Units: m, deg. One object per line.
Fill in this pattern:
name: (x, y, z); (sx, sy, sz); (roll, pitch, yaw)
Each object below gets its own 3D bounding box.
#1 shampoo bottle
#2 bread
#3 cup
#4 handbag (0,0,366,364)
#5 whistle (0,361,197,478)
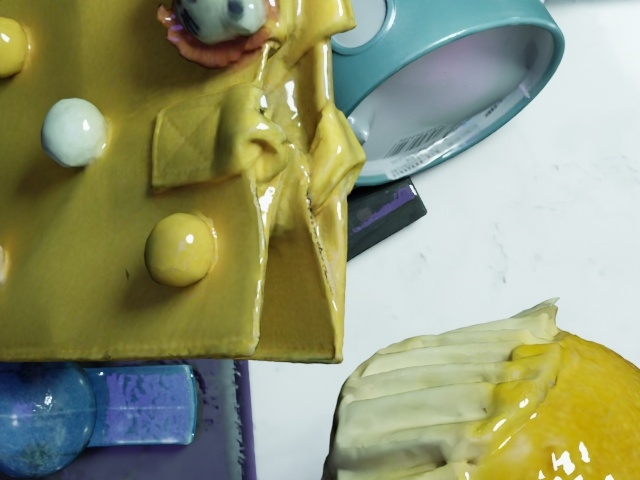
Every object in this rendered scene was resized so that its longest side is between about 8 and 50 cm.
shampoo bottle: (0.000, 0.000, 0.897); (0.137, 0.027, 0.048); (-28, 83, 4)
bread: (0.111, 0.237, 0.742); (0.183, 0.236, 0.388); (-2, 110, 31)
cup: (0.033, -0.146, 0.837); (0.300, 0.167, 0.173); (-34, 71, 17)
handbag: (-0.096, -0.131, 0.789); (0.283, 0.133, 0.401); (-3, 85, 45)
whistle: (-0.161, 0.105, 0.881); (0.158, 0.090, 0.090); (-3, 87, 6)
